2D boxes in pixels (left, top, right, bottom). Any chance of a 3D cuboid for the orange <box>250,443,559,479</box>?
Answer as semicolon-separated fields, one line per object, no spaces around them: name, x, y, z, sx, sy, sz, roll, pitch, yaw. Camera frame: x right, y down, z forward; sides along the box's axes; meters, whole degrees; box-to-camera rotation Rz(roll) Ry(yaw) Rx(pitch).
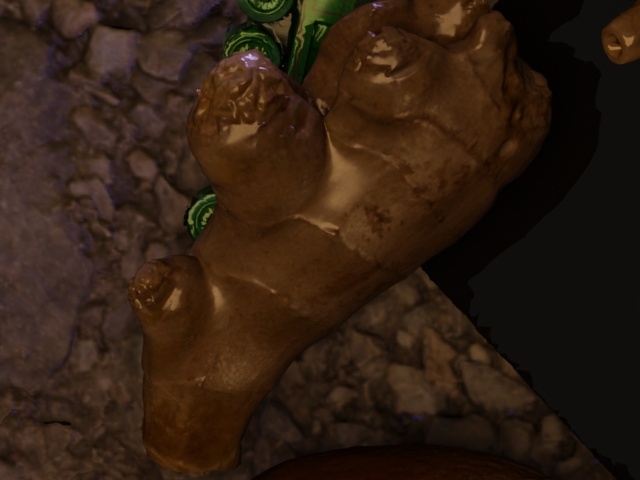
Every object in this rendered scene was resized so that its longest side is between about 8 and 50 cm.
orange;0.057;0.291;1.160;0.357;0.322;0.322;-6;97;6

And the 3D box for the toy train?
toy train;-0.023;-0.091;1.245;0.119;0.085;0.251;11;102;-3

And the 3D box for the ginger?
ginger;-0.009;-0.006;1.140;0.166;0.236;0.375;35;86;25

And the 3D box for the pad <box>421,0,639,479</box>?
pad;0.210;-0.003;1.206;0.367;0.007;0.247;47;104;15

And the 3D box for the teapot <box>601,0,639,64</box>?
teapot;0.314;-0.193;1.103;0.311;0.167;0.203;-30;87;-1
